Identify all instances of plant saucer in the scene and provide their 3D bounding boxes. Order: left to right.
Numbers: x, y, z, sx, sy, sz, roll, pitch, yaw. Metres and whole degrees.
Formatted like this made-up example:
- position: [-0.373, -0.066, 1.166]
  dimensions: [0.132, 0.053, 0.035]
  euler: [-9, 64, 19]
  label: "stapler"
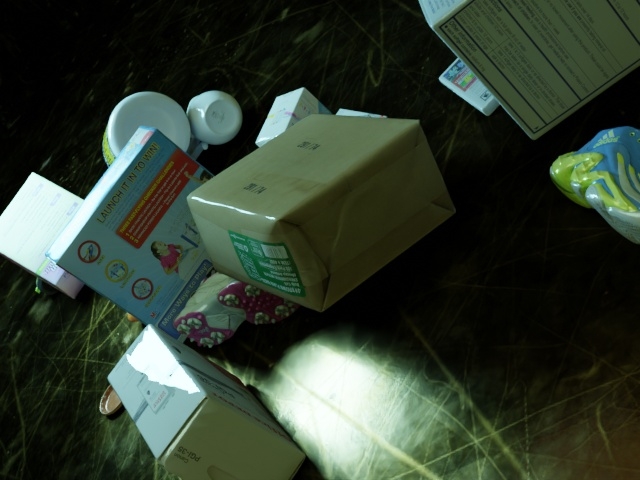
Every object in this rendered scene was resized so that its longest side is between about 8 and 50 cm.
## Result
- position: [-0.404, 0.308, 1.824]
  dimensions: [0.083, 0.013, 0.083]
  euler: [-32, 35, 26]
  label: "plant saucer"

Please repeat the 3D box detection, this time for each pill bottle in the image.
- position: [-0.428, -0.235, 2.225]
  dimensions: [0.188, 0.188, 0.334]
  euler: [-57, 11, -13]
  label: "pill bottle"

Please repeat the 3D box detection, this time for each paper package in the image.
- position: [-0.008, -0.059, 1.468]
  dimensions: [0.309, 0.168, 0.325]
  euler: [-36, 26, -23]
  label: "paper package"

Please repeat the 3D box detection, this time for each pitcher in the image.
- position: [-0.268, -0.266, 2.195]
  dimensions: [0.207, 0.126, 0.177]
  euler: [14, 88, 68]
  label: "pitcher"

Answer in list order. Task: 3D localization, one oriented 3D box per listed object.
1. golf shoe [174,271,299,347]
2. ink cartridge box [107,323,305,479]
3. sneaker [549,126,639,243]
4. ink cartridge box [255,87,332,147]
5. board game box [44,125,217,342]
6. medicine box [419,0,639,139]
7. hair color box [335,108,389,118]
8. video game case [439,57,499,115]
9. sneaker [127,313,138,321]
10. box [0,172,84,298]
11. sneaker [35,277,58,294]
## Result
- position: [-0.136, 0.084, 1.630]
  dimensions: [0.306, 0.115, 0.140]
  euler: [-22, 37, 37]
  label: "golf shoe"
- position: [-0.175, 0.265, 1.385]
  dimensions: [0.117, 0.207, 0.283]
  euler: [-53, 31, -3]
  label: "ink cartridge box"
- position: [0.385, -0.083, 1.154]
  dimensions: [0.126, 0.091, 0.240]
  euler: [-46, 30, 5]
  label: "sneaker"
- position: [-0.056, -0.220, 1.876]
  dimensions: [0.090, 0.092, 0.143]
  euler: [-11, 49, 46]
  label: "ink cartridge box"
- position: [-0.304, -0.006, 1.756]
  dimensions: [0.308, 0.302, 0.086]
  euler: [-55, 31, -9]
  label: "board game box"
- position: [0.335, -0.341, 1.331]
  dimensions: [0.289, 0.263, 0.149]
  euler: [-37, 33, 21]
  label: "medicine box"
- position: [0.069, -0.189, 1.718]
  dimensions: [0.093, 0.053, 0.167]
  euler: [-55, 30, -8]
  label: "hair color box"
- position: [0.313, -0.318, 1.573]
  dimensions: [0.201, 0.023, 0.183]
  euler: [-46, 31, 8]
  label: "video game case"
- position: [-0.349, 0.099, 1.931]
  dimensions: [0.175, 0.067, 0.064]
  euler: [-47, 32, 9]
  label: "sneaker"
- position: [-0.663, -0.013, 2.292]
  dimensions: [0.243, 0.117, 0.213]
  euler: [27, 75, 19]
  label: "box"
- position: [-0.675, 0.035, 2.408]
  dimensions: [0.234, 0.084, 0.097]
  euler: [-55, 29, -10]
  label: "sneaker"
